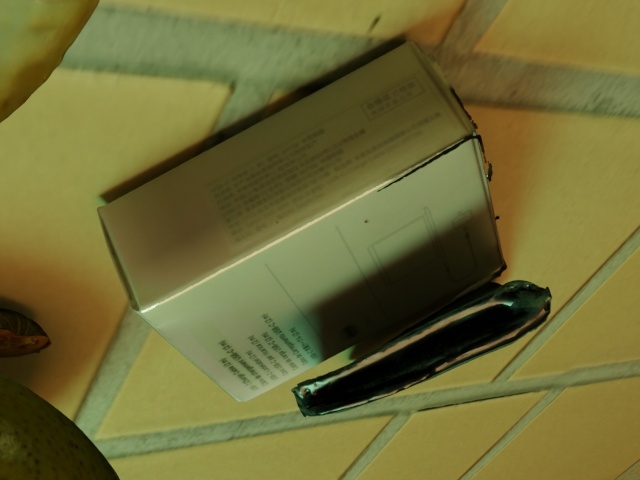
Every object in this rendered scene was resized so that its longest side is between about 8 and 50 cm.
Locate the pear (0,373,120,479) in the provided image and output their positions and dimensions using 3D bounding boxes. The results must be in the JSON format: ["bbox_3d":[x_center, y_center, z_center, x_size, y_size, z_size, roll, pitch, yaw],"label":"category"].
[{"bbox_3d":[-0.275,0.215,0.642,0.294,0.294,0.294,-19,147,-13],"label":"pear"}]

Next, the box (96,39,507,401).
[{"bbox_3d":[0.000,0.000,0.692,0.252,0.106,0.203,-29,151,2],"label":"box"}]

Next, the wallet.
[{"bbox_3d":[0.091,0.090,0.807,0.191,0.046,0.379,-28,173,5],"label":"wallet"}]

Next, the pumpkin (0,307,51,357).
[{"bbox_3d":[-0.237,0.066,0.688,0.050,0.028,0.083,-26,152,20],"label":"pumpkin"}]

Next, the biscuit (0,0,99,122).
[{"bbox_3d":[-0.219,-0.086,0.400,0.309,0.040,0.204,-29,157,-39],"label":"biscuit"}]
